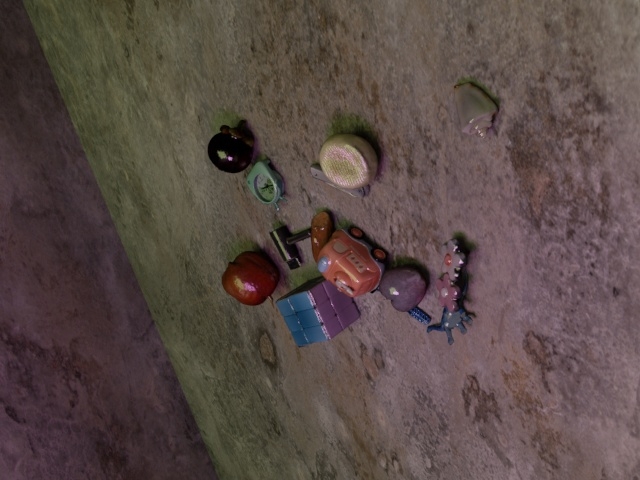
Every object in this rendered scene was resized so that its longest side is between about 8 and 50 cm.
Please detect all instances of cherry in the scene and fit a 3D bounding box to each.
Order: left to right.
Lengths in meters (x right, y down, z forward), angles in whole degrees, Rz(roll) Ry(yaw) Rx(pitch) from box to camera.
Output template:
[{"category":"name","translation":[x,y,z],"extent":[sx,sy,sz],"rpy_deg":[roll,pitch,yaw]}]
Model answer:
[{"category":"cherry","translation":[0.300,0.168,1.759],"extent":[0.176,0.140,0.176],"rpy_deg":[3,104,11]}]

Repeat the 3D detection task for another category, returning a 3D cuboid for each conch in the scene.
[{"category":"conch","translation":[0.449,-0.380,1.409],"extent":[0.104,0.094,0.176],"rpy_deg":[139,125,-58]}]

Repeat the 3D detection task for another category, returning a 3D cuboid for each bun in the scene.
[{"category":"bun","translation":[0.109,-0.289,1.712],"extent":[0.222,0.127,0.222],"rpy_deg":[17,130,22]}]

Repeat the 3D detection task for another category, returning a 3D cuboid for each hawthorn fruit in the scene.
[{"category":"hawthorn fruit","translation":[-0.323,0.177,2.245],"extent":[0.262,0.258,0.258],"rpy_deg":[11,125,-5]}]

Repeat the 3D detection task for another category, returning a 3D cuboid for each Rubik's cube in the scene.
[{"category":"Rubik's cube","translation":[-0.008,0.287,2.029],"extent":[0.231,0.221,0.225],"rpy_deg":[-23,94,45]}]

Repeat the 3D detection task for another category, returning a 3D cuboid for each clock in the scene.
[{"category":"clock","translation":[-0.219,-0.227,2.064],"extent":[0.211,0.066,0.159],"rpy_deg":[53,135,6]}]

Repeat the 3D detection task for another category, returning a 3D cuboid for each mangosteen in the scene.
[{"category":"mangosteen","translation":[-0.370,-0.399,2.043],"extent":[0.194,0.194,0.230],"rpy_deg":[36,105,22]}]

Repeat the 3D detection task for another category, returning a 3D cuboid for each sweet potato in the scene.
[{"category":"sweet potato","translation":[0.000,0.000,1.968],"extent":[0.097,0.097,0.252],"rpy_deg":[27,131,29]}]

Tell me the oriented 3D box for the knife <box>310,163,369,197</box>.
[{"category":"knife","translation":[0.068,-0.224,1.832],"extent":[0.265,0.040,0.073],"rpy_deg":[27,137,29]}]

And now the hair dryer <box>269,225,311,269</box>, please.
[{"category":"hair dryer","translation":[-0.087,0.012,2.075],"extent":[0.248,0.078,0.195],"rpy_deg":[-22,97,40]}]

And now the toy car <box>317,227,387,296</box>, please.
[{"category":"toy car","translation":[0.101,0.091,1.834],"extent":[0.270,0.212,0.180],"rpy_deg":[45,134,21]}]

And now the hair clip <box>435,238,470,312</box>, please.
[{"category":"hair clip","translation":[0.444,0.118,1.627],"extent":[0.146,0.075,0.257],"rpy_deg":[-139,54,-60]}]

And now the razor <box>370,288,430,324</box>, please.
[{"category":"razor","translation":[0.313,0.238,1.853],"extent":[0.253,0.042,0.082],"rpy_deg":[35,94,21]}]

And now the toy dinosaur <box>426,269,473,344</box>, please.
[{"category":"toy dinosaur","translation":[0.472,0.268,1.699],"extent":[0.144,0.076,0.329],"rpy_deg":[-114,32,-43]}]
